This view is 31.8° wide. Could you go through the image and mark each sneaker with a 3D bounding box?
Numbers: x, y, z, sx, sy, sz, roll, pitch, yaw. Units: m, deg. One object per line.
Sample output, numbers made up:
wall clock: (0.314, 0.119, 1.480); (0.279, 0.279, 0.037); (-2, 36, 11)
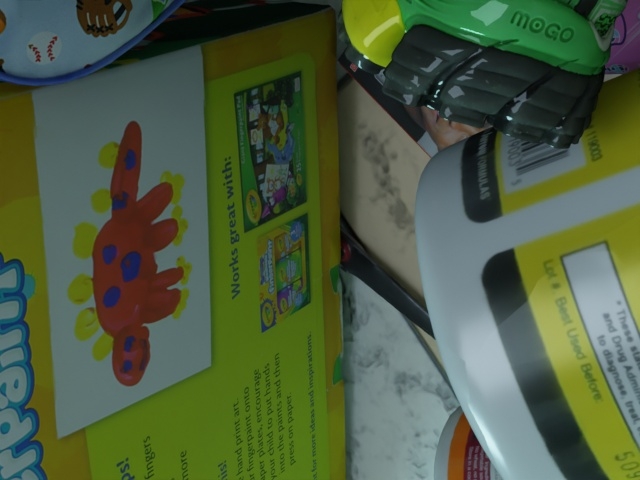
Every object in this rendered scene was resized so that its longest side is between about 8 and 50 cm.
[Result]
sneaker: (0.083, -0.176, 0.510); (0.134, 0.343, 0.146); (16, 119, -16)

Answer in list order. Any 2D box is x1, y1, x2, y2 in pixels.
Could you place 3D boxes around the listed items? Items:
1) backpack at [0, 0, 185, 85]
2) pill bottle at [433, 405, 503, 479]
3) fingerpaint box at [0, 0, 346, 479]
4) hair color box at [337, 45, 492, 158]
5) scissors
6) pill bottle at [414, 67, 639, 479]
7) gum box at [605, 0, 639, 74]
backpack: (-0.149, -0.208, 0.502); (0.276, 0.263, 0.213); (-47, 45, -7)
pill bottle: (0.183, 0.133, 0.629); (0.221, 0.121, 0.121); (-16, 94, 40)
fingerpaint box: (-0.154, 0.098, 0.699); (0.163, 0.371, 0.445); (13, 117, 34)
hair color box: (0.084, -0.090, 0.684); (0.141, 0.043, 0.072); (47, 126, 15)
scissors: (0.000, 0.000, 0.797); (0.297, 0.021, 0.109); (53, 127, 11)
pill bottle: (0.225, -0.009, 0.475); (0.334, 0.188, 0.188); (-21, 91, 22)
gum box: (0.186, -0.177, 0.563); (0.107, 0.062, 0.188); (2, 106, 37)
